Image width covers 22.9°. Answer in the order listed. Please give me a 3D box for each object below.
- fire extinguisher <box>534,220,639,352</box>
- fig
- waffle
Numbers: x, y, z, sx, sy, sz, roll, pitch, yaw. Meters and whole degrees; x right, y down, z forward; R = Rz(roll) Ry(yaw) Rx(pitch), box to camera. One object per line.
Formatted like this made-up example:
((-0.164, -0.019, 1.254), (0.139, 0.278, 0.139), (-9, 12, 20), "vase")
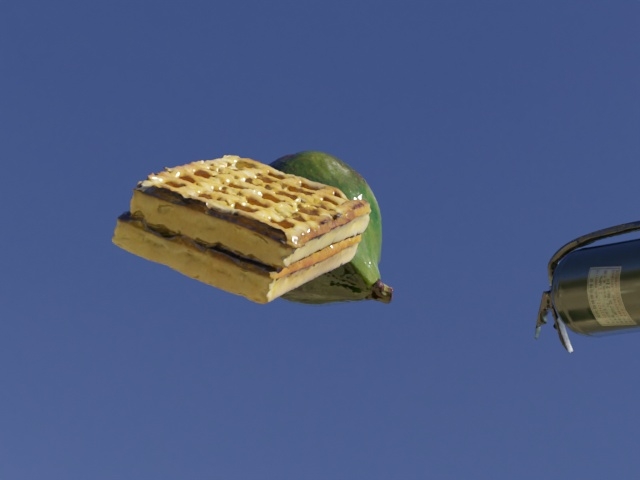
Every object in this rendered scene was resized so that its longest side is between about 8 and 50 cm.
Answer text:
((0.296, 0.042, 1.507), (0.093, 0.118, 0.294), (-7, -3, -33), "fire extinguisher")
((0.000, 0.000, 2.002), (0.245, 0.195, 0.195), (42, -20, 44), "fig")
((-0.040, -0.010, 0.884), (0.102, 0.148, 0.042), (19, -76, 15), "waffle")
